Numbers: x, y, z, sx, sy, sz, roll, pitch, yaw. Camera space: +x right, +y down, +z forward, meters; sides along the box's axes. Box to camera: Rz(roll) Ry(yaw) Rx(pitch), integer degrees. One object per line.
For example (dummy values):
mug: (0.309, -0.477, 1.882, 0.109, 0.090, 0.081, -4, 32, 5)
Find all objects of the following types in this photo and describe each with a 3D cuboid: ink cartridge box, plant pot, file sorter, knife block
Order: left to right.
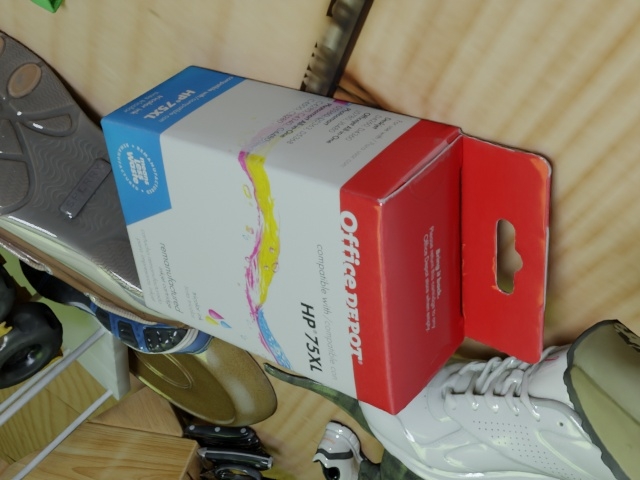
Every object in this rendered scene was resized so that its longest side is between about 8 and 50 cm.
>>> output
file sorter: (-0.341, 0.075, 0.920, 0.277, 0.173, 0.193, 42, 153, 12)
knife block: (-0.179, 0.285, 1.034, 0.242, 0.275, 0.088, 53, 169, 44)
plant pot: (-0.149, 0.111, 0.945, 0.236, 0.032, 0.236, 29, 152, 17)
ink cartridge box: (0.000, 0.000, 0.515, 0.231, 0.078, 0.134, 18, 131, 33)

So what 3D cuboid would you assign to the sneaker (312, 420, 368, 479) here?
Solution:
sneaker: (0.023, 0.212, 0.887, 0.040, 0.044, 0.109, 8, 143, 40)

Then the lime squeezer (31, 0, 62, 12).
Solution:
lime squeezer: (-0.154, -0.207, 0.434, 0.110, 0.059, 0.310, 40, 152, -6)

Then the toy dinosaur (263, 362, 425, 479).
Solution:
toy dinosaur: (0.074, 0.181, 0.766, 0.268, 0.064, 0.118, 24, 143, 29)

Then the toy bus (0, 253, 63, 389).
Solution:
toy bus: (-0.327, 0.062, 0.708, 0.149, 0.211, 0.220, 49, 168, 21)

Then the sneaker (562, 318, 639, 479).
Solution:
sneaker: (0.277, 0.069, 0.265, 0.410, 0.182, 0.158, 18, -177, 28)

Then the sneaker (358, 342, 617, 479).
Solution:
sneaker: (0.126, 0.093, 0.554, 0.232, 0.090, 0.115, 11, 137, 26)

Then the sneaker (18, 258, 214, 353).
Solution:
sneaker: (-0.174, 0.036, 0.806, 0.211, 0.080, 0.081, 36, 179, 29)

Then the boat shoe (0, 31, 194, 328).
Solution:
boat shoe: (-0.199, -0.037, 0.683, 0.324, 0.123, 0.116, 38, 155, 3)
